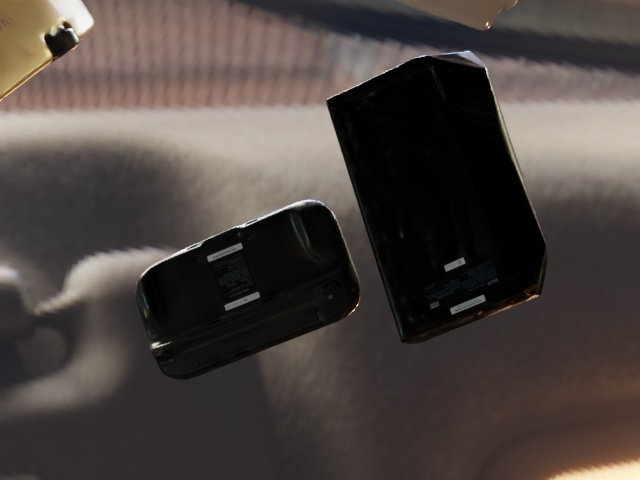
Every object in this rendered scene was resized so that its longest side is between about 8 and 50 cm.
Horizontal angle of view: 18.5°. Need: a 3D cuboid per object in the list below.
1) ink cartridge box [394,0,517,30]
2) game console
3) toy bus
[{"bbox_3d":[-0.007,-0.191,0.650,0.237,0.172,0.100,15,-140,-25],"label":"ink cartridge box"},{"bbox_3d":[0.000,0.000,1.607,0.044,0.361,0.213,12,-122,-63],"label":"game console"},{"bbox_3d":[-0.304,-0.158,1.641,0.108,0.130,0.332,56,-153,-11],"label":"toy bus"}]
